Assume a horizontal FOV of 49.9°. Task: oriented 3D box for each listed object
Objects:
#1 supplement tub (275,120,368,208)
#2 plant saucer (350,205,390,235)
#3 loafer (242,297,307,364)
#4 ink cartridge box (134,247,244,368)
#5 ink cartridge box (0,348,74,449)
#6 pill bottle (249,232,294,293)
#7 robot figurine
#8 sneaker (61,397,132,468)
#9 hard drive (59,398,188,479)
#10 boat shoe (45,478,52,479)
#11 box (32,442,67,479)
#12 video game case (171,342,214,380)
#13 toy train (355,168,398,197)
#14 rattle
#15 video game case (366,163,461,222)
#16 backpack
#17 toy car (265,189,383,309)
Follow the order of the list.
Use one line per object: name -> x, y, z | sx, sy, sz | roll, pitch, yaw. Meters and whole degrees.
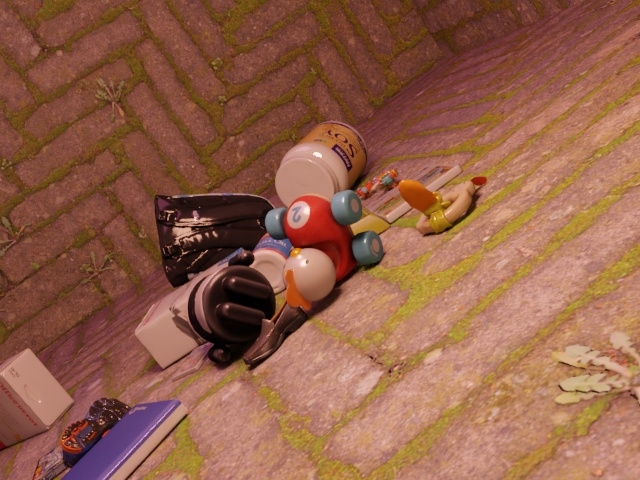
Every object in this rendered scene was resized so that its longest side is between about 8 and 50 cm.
supplement tub -> 0.005, -0.243, 2.316 | 0.241, 0.241, 0.331 | -27, 15, 32
plant saucer -> 0.052, -0.036, 1.723 | 0.188, 0.045, 0.188 | -30, 27, -10
loafer -> -0.104, 0.186, 1.416 | 0.170, 0.061, 0.062 | -44, 16, -32
ink cartridge box -> -0.313, 0.176, 1.834 | 0.307, 0.129, 0.223 | -32, 13, 10
ink cartridge box -> -0.928, 0.482, 2.062 | 0.306, 0.226, 0.131 | -26, 17, 30
pill bottle -> -0.118, 0.045, 1.833 | 0.124, 0.124, 0.221 | -31, 13, 18
robot figurine -> -0.200, 0.148, 1.542 | 0.209, 0.173, 0.278 | -38, 6, -25
sneaker -> -0.498, 0.421, 1.519 | 0.221, 0.083, 0.087 | -31, -34, -64
hard drive -> -0.423, 0.441, 1.344 | 0.210, 0.040, 0.318 | -21, 19, 48
boat shoe -> -0.604, 0.541, 1.443 | 0.046, 0.038, 0.125 | -29, 14, 22
box -> -0.617, 0.514, 1.600 | 0.094, 0.027, 0.137 | -36, 12, -11
video game case -> -0.303, 0.289, 1.666 | 0.087, 0.011, 0.122 | -28, 14, 29
toy train -> 0.172, -0.160, 2.034 | 0.125, 0.046, 0.166 | -39, 10, -12
rattle -> 0.256, -0.116, 1.454 | 0.199, 0.143, 0.130 | -47, -2, -25
video game case -> 0.235, -0.125, 1.786 | 0.227, 0.026, 0.206 | -35, 12, -6
backpack -> -0.286, -0.011, 2.054 | 0.356, 0.290, 0.273 | -15, -21, -3
toy car -> -0.023, 0.037, 1.453 | 0.219, 0.210, 0.238 | -13, 28, 33
